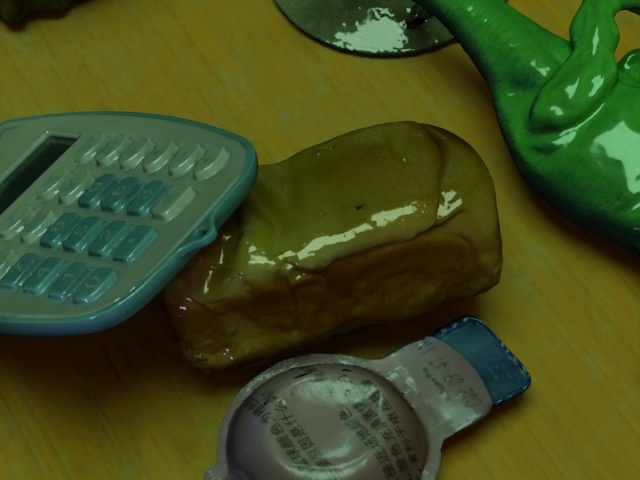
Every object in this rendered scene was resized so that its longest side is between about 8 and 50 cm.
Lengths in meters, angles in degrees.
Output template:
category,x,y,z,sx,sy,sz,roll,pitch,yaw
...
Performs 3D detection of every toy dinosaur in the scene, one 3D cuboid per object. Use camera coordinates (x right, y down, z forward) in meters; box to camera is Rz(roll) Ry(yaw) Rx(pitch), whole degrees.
category,x,y,z,sx,sy,sz,roll,pitch,yaw
toy dinosaur,0.180,-0.065,1.714,0.499,0.144,0.375,8,66,12

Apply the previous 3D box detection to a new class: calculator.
category,x,y,z,sx,sy,sz,roll,pitch,yaw
calculator,-0.213,-0.016,1.615,0.386,0.054,0.256,5,45,48

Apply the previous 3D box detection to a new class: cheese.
category,x,y,z,sx,sy,sz,roll,pitch,yaw
cheese,0.038,0.150,1.564,0.286,0.074,0.189,-29,58,-22

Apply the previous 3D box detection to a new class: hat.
category,x,y,z,sx,sy,sz,roll,pitch,yaw
hat,0.069,-0.313,1.875,0.257,0.130,0.257,-1,54,1

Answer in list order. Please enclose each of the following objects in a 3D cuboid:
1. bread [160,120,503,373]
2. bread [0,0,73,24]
category,x,y,z,sx,sy,sz,roll,pitch,yaw
bread,0.000,0.000,1.628,0.294,0.132,0.167,-14,38,-5
bread,-0.278,-0.359,1.857,0.238,0.252,0.196,-16,50,-16
